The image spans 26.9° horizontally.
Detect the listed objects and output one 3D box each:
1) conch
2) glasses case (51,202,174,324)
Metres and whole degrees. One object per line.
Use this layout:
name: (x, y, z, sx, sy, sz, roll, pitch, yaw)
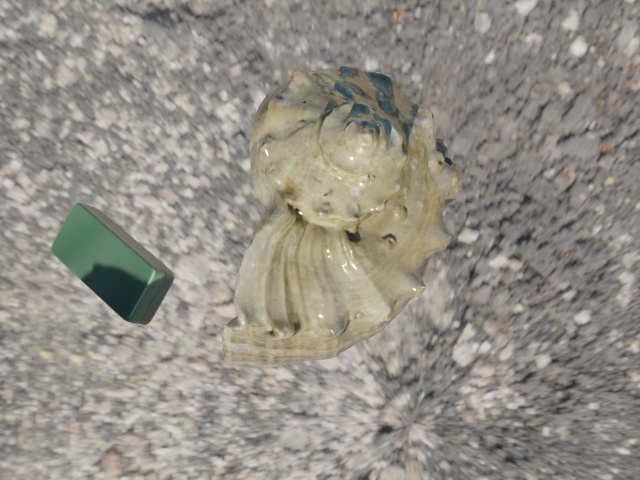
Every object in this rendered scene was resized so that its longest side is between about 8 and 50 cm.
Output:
conch: (0.016, 0.006, 1.320, 0.210, 0.352, 0.297, 21, 65, 15)
glasses case: (-0.259, 0.028, 1.656, 0.184, 0.039, 0.078, 37, 100, 38)
